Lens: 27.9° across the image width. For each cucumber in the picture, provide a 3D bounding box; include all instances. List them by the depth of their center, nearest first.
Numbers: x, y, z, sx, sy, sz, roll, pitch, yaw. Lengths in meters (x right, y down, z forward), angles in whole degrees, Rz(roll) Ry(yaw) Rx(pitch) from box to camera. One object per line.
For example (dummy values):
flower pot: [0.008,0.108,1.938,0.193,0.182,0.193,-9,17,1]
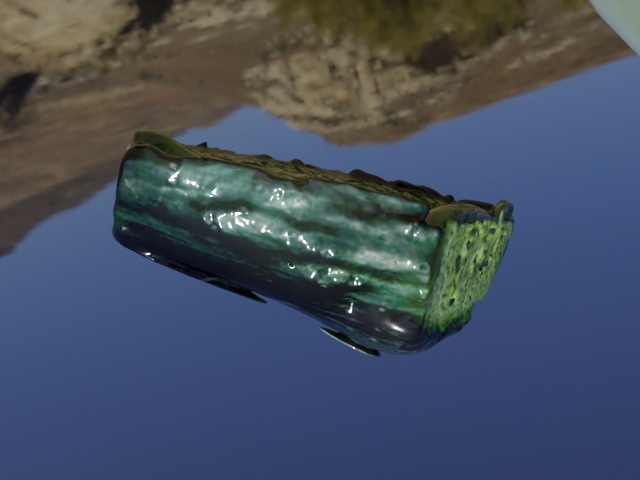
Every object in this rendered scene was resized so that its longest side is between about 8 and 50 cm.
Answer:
cucumber: [0.000,0.000,0.592,0.193,0.086,0.115,19,-170,-8]

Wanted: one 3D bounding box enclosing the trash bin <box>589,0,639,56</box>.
trash bin: [0.293,-0.017,0.312,0.280,0.280,0.432,-23,-123,-27]
